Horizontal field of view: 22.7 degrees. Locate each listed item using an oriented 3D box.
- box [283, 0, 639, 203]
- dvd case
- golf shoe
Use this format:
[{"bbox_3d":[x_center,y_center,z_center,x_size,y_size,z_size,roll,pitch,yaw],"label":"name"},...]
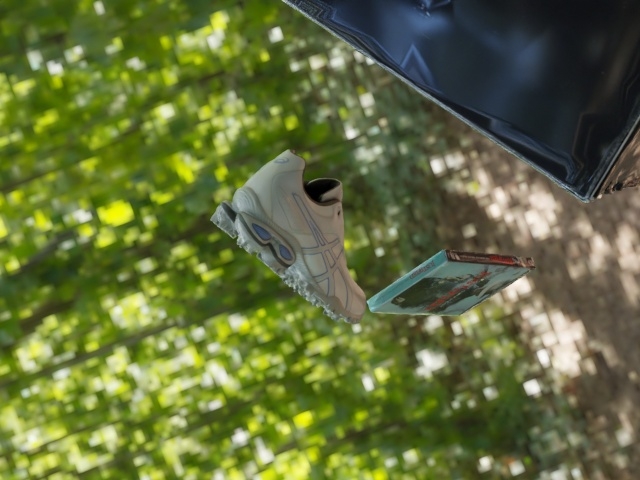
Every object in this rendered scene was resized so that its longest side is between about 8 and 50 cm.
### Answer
[{"bbox_3d":[0.118,-0.197,0.938,0.343,0.179,0.312,36,-159,21],"label":"box"},{"bbox_3d":[0.106,0.035,1.276,0.119,0.087,0.013,4,-122,-49],"label":"dvd case"},{"bbox_3d":[0.000,0.000,1.176,0.069,0.086,0.176,34,174,39],"label":"golf shoe"}]
